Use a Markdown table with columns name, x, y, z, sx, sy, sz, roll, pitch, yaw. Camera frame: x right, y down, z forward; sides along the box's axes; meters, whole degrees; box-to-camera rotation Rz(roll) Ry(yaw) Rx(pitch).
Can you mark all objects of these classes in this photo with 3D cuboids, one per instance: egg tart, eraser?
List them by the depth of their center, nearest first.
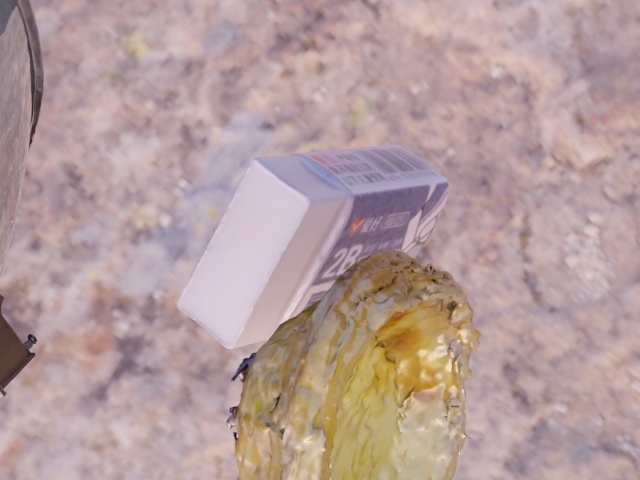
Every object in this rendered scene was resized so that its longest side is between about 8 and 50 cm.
| name | x | y | z | sx | sy | sz | roll | pitch | yaw |
| --- | --- | --- | --- | --- | --- | --- | --- | --- | --- |
| egg tart | 0.018 | 0.106 | 0.927 | 0.090 | 0.212 | 0.213 | 9 | 72 | 32 |
| eraser | 0.000 | 0.000 | 1.112 | 0.068 | 0.210 | 0.124 | 38 | 112 | 21 |

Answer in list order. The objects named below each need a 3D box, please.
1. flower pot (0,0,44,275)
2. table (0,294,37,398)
| name | x | y | z | sx | sy | sz | roll | pitch | yaw |
| --- | --- | --- | --- | --- | --- | --- | --- | --- | --- |
| flower pot | -0.277 | -0.013 | 0.733 | 0.293 | 0.293 | 0.330 | -34 | 30 | 13 |
| table | -0.305 | 0.101 | 1.413 | 0.083 | 0.070 | 0.082 | -27 | 15 | 33 |
